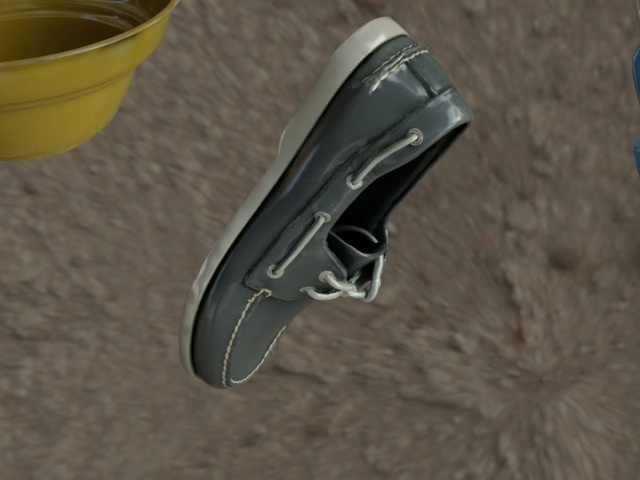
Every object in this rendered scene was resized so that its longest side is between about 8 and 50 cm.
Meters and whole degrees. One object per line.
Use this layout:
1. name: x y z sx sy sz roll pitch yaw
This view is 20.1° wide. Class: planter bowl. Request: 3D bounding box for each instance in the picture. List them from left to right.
1. planter bowl: -0.189 -0.109 1.131 0.217 0.217 0.090 -1 118 7

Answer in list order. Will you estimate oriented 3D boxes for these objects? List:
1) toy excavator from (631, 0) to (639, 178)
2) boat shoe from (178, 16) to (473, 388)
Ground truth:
1. toy excavator: 0.312 -0.172 1.416 0.432 0.222 0.445 -10 105 28
2. boat shoe: 0.000 0.000 1.247 0.099 0.116 0.319 39 122 15
